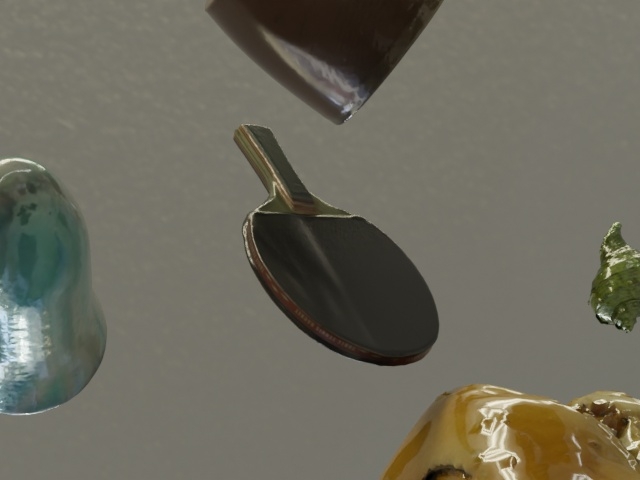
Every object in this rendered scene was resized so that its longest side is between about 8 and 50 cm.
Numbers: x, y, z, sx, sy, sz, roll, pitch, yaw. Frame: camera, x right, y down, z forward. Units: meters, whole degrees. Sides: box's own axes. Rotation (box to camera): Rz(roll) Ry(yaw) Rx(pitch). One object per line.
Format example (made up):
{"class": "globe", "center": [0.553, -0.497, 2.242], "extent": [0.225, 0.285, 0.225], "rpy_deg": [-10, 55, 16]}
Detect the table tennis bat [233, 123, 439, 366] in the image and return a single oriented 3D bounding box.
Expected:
{"class": "table tennis bat", "center": [0.000, 0.000, 1.067], "extent": [0.130, 0.220, 0.019], "rpy_deg": [2, -48, -39]}

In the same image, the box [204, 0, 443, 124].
{"class": "box", "center": [0.016, -0.317, 1.908], "extent": [0.216, 0.301, 0.301], "rpy_deg": [34, -97, -13]}

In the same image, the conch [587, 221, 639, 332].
{"class": "conch", "center": [0.291, 0.042, 1.585], "extent": [0.074, 0.121, 0.089], "rpy_deg": [3, -37, -11]}

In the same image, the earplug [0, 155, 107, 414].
{"class": "earplug", "center": [-0.301, 0.029, 1.587], "extent": [0.185, 0.185, 0.324], "rpy_deg": [-44, -14, -25]}

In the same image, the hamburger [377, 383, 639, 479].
{"class": "hamburger", "center": [0.127, 0.250, 0.981], "extent": [0.174, 0.304, 0.284], "rpy_deg": [14, -62, -23]}
